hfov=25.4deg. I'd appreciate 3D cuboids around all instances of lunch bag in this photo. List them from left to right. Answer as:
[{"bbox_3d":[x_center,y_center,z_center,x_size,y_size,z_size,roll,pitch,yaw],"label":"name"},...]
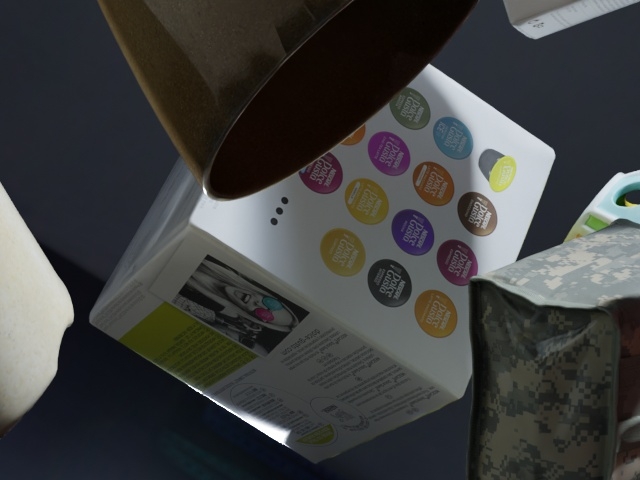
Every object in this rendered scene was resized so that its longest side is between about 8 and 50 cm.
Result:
[{"bbox_3d":[0.248,0.151,1.216,0.235,0.169,0.287,-17,114,-44],"label":"lunch bag"}]

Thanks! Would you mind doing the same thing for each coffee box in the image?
[{"bbox_3d":[0.000,0.000,1.589,0.338,0.334,0.337,-38,-158,57],"label":"coffee box"}]

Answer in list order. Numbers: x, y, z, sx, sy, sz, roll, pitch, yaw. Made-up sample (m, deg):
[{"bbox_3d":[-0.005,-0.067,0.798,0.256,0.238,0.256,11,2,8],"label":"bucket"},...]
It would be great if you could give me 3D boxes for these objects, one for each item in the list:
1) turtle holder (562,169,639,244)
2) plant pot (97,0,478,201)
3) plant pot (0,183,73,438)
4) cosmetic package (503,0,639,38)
[{"bbox_3d":[0.430,0.010,1.693,0.320,0.227,0.243,-51,165,-12],"label":"turtle holder"},{"bbox_3d":[-0.057,-0.198,0.911,0.237,0.254,0.237,-37,168,-9],"label":"plant pot"},{"bbox_3d":[-0.353,0.007,1.023,0.334,0.305,0.334,-21,-144,17],"label":"plant pot"},{"bbox_3d":[0.343,-0.356,1.417,0.365,0.197,0.155,-17,176,16],"label":"cosmetic package"}]
